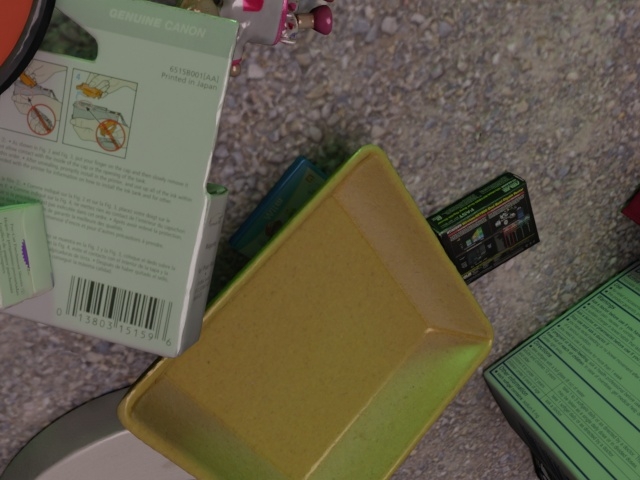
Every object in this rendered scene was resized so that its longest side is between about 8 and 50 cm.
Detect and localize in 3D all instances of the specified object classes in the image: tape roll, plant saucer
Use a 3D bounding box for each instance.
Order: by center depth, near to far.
[{"bbox_3d":[0.003,0.120,0.663,0.333,0.081,0.333,-47,126,-13],"label":"plant saucer"},{"bbox_3d":[-0.188,0.339,0.757,0.391,0.072,0.392,-10,119,-18],"label":"tape roll"}]

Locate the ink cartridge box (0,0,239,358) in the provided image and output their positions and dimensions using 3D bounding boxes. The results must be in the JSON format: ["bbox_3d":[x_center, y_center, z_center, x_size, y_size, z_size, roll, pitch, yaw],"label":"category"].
[{"bbox_3d":[-0.204,-0.063,0.468,0.275,0.060,0.239,14,98,5],"label":"ink cartridge box"}]

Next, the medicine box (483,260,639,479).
[{"bbox_3d":[0.420,0.212,0.830,0.289,0.263,0.149,-35,125,-2],"label":"medicine box"}]

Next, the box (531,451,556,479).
[{"bbox_3d":[0.469,0.312,0.978,0.247,0.142,0.163,-28,123,-7],"label":"box"}]

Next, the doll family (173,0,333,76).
[{"bbox_3d":[-0.072,-0.266,0.474,0.163,0.118,0.263,-14,134,-28],"label":"doll family"}]

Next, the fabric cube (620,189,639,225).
[{"bbox_3d":[0.603,-0.041,0.780,0.254,0.259,0.258,24,107,-32],"label":"fabric cube"}]

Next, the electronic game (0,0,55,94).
[{"bbox_3d":[-0.277,-0.188,0.401,0.229,0.048,0.229,1,101,5],"label":"electronic game"}]

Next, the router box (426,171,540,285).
[{"bbox_3d":[0.194,-0.011,0.752,0.122,0.038,0.092,-30,124,-6],"label":"router box"}]

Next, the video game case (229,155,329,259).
[{"bbox_3d":[0.000,0.000,0.690,0.166,0.015,0.119,36,99,-33],"label":"video game case"}]

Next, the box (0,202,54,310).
[{"bbox_3d":[-0.352,0.022,0.438,0.323,0.063,0.067,-6,98,8],"label":"box"}]
